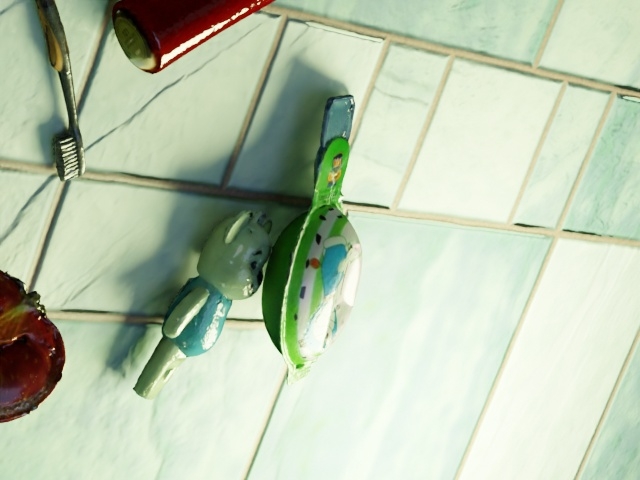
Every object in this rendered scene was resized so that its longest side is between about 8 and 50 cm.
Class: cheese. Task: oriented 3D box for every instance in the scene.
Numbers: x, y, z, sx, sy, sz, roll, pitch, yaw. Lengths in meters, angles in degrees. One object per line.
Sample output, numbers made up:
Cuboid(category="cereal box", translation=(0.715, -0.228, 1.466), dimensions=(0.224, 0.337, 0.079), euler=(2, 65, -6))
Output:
Cuboid(category="cheese", translation=(0.000, 0.000, 1.991), dimensions=(0.204, 0.083, 0.320), euler=(-21, 123, -70))

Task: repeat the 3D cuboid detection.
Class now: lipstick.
Cuboid(category="lipstick", translation=(-0.089, -0.246, 1.766), dimensions=(0.241, 0.080, 0.080), euler=(-34, 135, -25))

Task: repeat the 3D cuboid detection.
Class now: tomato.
Cuboid(category="tomato", translation=(-0.330, 0.098, 1.737), dimensions=(0.159, 0.091, 0.139), euler=(50, 61, -22))

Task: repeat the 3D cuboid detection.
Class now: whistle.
Cuboid(category="whistle", translation=(-0.122, 0.070, 1.940), dimensions=(0.235, 0.077, 0.114), euler=(-57, 165, 3))

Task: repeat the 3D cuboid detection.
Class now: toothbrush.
Cuboid(category="toothbrush", translation=(-0.248, -0.191, 1.684), dimensions=(0.031, 0.023, 0.321), euler=(-30, 133, -33))
